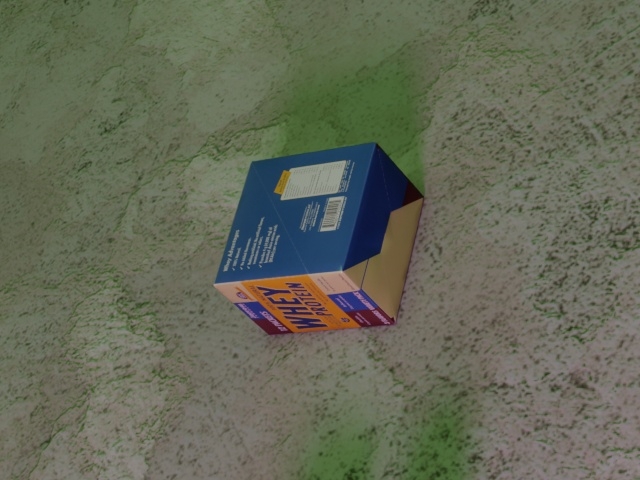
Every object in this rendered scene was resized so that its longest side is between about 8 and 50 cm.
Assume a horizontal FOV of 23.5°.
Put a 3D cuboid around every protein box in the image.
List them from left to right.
[{"bbox_3d":[0.000,0.000,2.002,0.201,0.136,0.199,-7,54,34],"label":"protein box"}]
